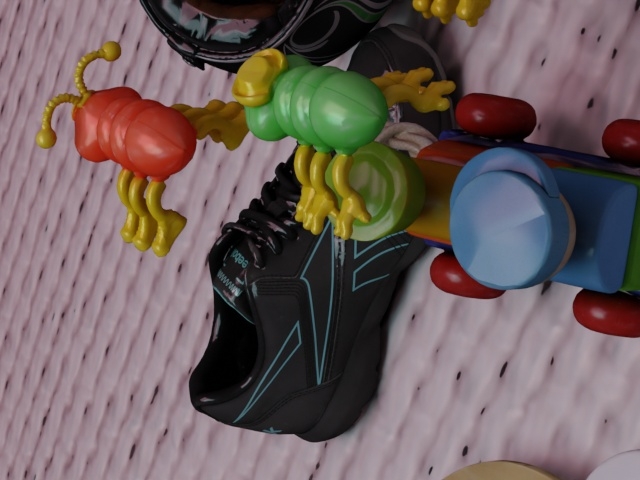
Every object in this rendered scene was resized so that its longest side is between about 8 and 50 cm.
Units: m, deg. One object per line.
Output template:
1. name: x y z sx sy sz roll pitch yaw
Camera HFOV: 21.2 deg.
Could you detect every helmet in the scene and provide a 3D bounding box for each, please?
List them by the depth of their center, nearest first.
1. helmet: -0.023 -0.181 1.009 0.169 0.161 0.169 7 108 22

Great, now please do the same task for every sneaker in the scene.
1. sneaker: 0.000 0.000 1.007 0.101 0.106 0.267 39 117 54

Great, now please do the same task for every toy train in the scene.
1. toy train: 0.050 -0.024 0.844 0.248 0.143 0.105 14 99 37

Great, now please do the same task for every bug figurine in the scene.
1. bug figurine: -0.009 -0.120 0.821 0.216 0.072 0.279 16 69 48

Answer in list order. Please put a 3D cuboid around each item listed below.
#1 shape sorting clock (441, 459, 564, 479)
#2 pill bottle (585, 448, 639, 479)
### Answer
1. shape sorting clock: 0.103 0.217 0.881 0.206 0.040 0.206 -6 82 53
2. pill bottle: 0.185 0.118 0.636 0.108 0.180 0.108 -8 80 56
